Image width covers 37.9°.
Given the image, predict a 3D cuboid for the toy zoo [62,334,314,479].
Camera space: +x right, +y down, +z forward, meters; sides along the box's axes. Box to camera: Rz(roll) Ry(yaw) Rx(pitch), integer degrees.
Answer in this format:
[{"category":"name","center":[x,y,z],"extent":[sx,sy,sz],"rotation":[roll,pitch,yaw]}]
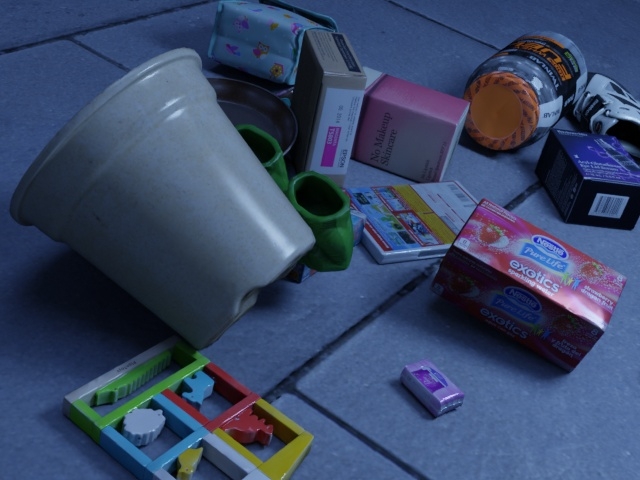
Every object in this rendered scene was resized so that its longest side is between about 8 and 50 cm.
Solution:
[{"category":"toy zoo","center":[-0.144,0.238,1.136],"extent":[0.293,0.030,0.192],"rotation":[31,36,25]}]

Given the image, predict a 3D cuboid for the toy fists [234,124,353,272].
[{"category":"toy fists","center":[-0.057,-0.052,1.406],"extent":[0.096,0.142,0.279],"rotation":[-39,56,-23]}]

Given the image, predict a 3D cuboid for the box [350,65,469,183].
[{"category":"box","center":[0.156,-0.224,1.836],"extent":[0.232,0.148,0.127],"rotation":[20,34,10]}]

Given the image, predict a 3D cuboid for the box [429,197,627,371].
[{"category":"box","center":[0.317,0.066,1.432],"extent":[0.257,0.122,0.128],"rotation":[31,50,9]}]

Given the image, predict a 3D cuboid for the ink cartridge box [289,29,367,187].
[{"category":"ink cartridge box","center":[0.006,-0.244,1.729],"extent":[0.088,0.234,0.193],"rotation":[2,35,-16]}]

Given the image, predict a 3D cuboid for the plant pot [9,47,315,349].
[{"category":"plant pot","center":[-0.186,-0.032,1.261],"extent":[0.305,0.334,0.334],"rotation":[47,38,2]}]

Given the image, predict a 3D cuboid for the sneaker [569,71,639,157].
[{"category":"sneaker","center":[0.661,-0.291,2.152],"extent":[0.146,0.122,0.330],"rotation":[-19,45,-43]}]

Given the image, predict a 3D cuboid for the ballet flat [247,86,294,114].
[{"category":"ballet flat","center":[-0.074,-0.279,1.912],"extent":[0.221,0.077,0.079],"rotation":[-19,25,-39]}]

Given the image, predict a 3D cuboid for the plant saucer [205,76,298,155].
[{"category":"plant saucer","center":[-0.198,-0.200,1.722],"extent":[0.311,0.050,0.310],"rotation":[4,41,-3]}]

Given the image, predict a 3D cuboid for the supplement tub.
[{"category":"supplement tub","center":[0.445,-0.328,2.048],"extent":[0.207,0.207,0.338],"rotation":[26,35,18]}]

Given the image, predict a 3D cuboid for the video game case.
[{"category":"video game case","center":[0.181,-0.039,1.681],"extent":[0.285,0.025,0.204],"rotation":[-5,38,-28]}]

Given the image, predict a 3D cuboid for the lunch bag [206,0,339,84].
[{"category":"lunch bag","center":[-0.089,-0.448,2.078],"extent":[0.223,0.160,0.262],"rotation":[23,22,19]}]

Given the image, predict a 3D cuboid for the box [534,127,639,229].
[{"category":"box","center":[0.543,-0.126,1.873],"extent":[0.153,0.108,0.207],"rotation":[5,34,-13]}]

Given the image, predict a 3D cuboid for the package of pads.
[{"category":"package of pads","center":[0.155,0.205,1.298],"extent":[0.050,0.032,0.083],"rotation":[-12,41,-37]}]

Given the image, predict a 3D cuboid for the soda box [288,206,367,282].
[{"category":"soda box","center":[0.000,0.000,1.524],"extent":[0.063,0.058,0.183],"rotation":[29,36,22]}]
